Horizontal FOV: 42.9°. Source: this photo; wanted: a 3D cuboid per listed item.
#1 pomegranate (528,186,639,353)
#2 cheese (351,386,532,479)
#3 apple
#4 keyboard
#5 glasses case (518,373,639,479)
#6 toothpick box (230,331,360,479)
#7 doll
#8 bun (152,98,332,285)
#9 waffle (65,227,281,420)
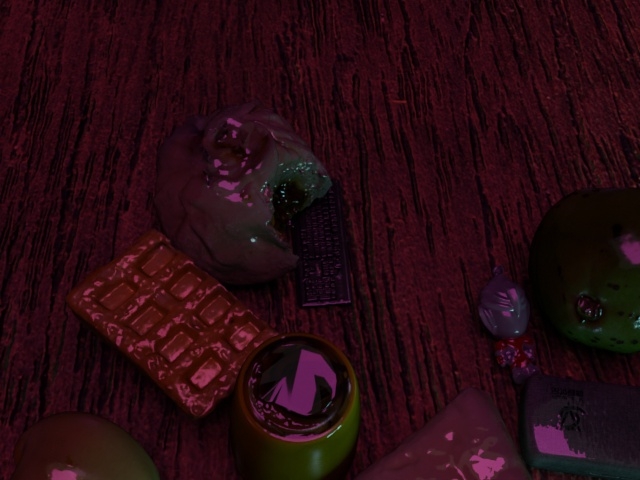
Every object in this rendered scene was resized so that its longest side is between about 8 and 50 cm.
[{"bbox_3d":[0.440,0.032,1.201,0.254,0.254,0.270,32,53,14],"label":"pomegranate"},{"bbox_3d":[0.166,0.355,1.034,0.251,0.174,0.248,-24,56,-16],"label":"cheese"},{"bbox_3d":[-0.307,0.315,1.031,0.200,0.200,0.200,1,61,-2],"label":"apple"},{"bbox_3d":[0.000,0.000,1.309,0.093,0.025,0.230,-5,61,-3],"label":"keyboard"},{"bbox_3d":[0.444,0.273,1.150,0.323,0.074,0.131,7,60,1],"label":"glasses case"},{"bbox_3d":[-0.032,0.225,1.040,0.174,0.271,0.175,1,61,-2],"label":"toothpick box"},{"bbox_3d":[0.284,0.126,1.229,0.094,0.079,0.180,-6,73,-23],"label":"doll"},{"bbox_3d":[-0.133,-0.088,1.237,0.281,0.205,0.282,-5,50,6],"label":"bun"},{"bbox_3d":[-0.205,0.115,1.136,0.274,0.057,0.168,37,64,18],"label":"waffle"}]
